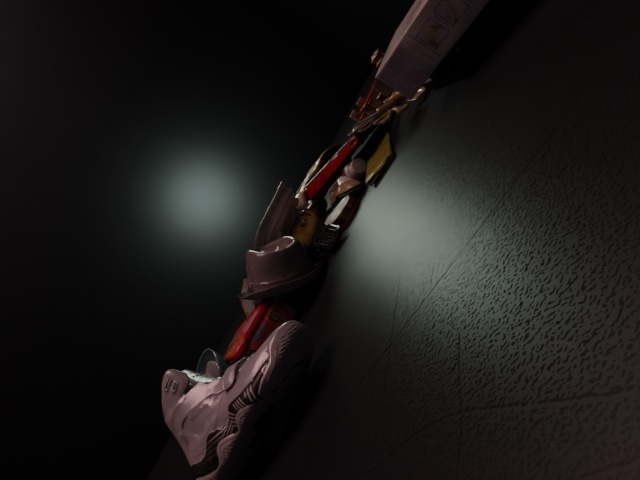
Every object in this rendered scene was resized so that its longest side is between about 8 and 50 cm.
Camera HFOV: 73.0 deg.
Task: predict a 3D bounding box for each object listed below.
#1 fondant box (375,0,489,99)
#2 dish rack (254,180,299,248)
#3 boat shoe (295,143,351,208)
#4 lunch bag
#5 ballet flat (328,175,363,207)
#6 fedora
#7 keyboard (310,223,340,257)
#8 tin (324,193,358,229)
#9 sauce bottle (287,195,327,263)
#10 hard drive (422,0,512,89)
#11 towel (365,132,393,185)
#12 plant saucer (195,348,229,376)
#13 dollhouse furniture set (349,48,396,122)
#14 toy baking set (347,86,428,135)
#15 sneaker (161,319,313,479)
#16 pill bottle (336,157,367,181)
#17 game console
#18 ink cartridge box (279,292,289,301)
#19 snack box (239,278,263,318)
[{"bbox_3d":[0.251,-0.471,0.834,0.330,0.096,0.238,-51,13,49],"label":"fondant box"},{"bbox_3d":[-0.141,-0.004,1.430,0.333,0.072,0.285,-72,-7,-50],"label":"dish rack"},{"bbox_3d":[0.003,-0.255,1.694,0.110,0.121,0.341,-24,24,53],"label":"boat shoe"},{"bbox_3d":[-0.172,0.276,1.181,0.293,0.120,0.258,-51,9,47],"label":"lunch bag"},{"bbox_3d":[0.067,-0.156,1.305,0.073,0.067,0.206,-18,-6,-21],"label":"ballet flat"},{"bbox_3d":[-0.122,0.064,1.169,0.243,0.124,0.275,-21,6,-15],"label":"fedora"},{"bbox_3d":[0.000,0.000,1.204,0.192,0.038,0.100,-171,92,-72],"label":"keyboard"},{"bbox_3d":[0.050,-0.064,1.260,0.106,0.040,0.190,-61,8,-34],"label":"tin"},{"bbox_3d":[-0.042,-0.033,1.429,0.111,0.111,0.344,-54,11,35],"label":"sauce bottle"},{"bbox_3d":[0.340,-0.497,0.928,0.339,0.064,0.237,-60,9,9],"label":"hard drive"},{"bbox_3d":[0.166,-0.230,1.202,0.102,0.021,0.237,-50,12,25],"label":"towel"},{"bbox_3d":[-0.252,0.417,1.016,0.317,0.043,0.318,-24,62,59],"label":"plant saucer"},{"bbox_3d":[0.226,-0.638,1.779,0.259,0.135,0.262,-63,9,-17],"label":"dollhouse furniture set"},{"bbox_3d":[0.182,-0.366,1.192,0.197,0.030,0.256,-46,21,-27],"label":"toy baking set"},{"bbox_3d":[-0.171,0.264,0.793,0.137,0.210,0.366,8,-66,-58],"label":"sneaker"},{"bbox_3d":[0.098,-0.208,1.340,0.067,0.067,0.120,-64,9,-21],"label":"pill bottle"},{"bbox_3d":[0.108,-0.319,1.484,0.342,0.060,0.386,-40,10,46],"label":"game console"},{"bbox_3d":[-0.112,0.121,1.545,0.189,0.066,0.232,-62,1,-8],"label":"ink cartridge box"},{"bbox_3d":[-0.211,0.190,1.330,0.100,0.037,0.141,62,152,25],"label":"snack box"}]
